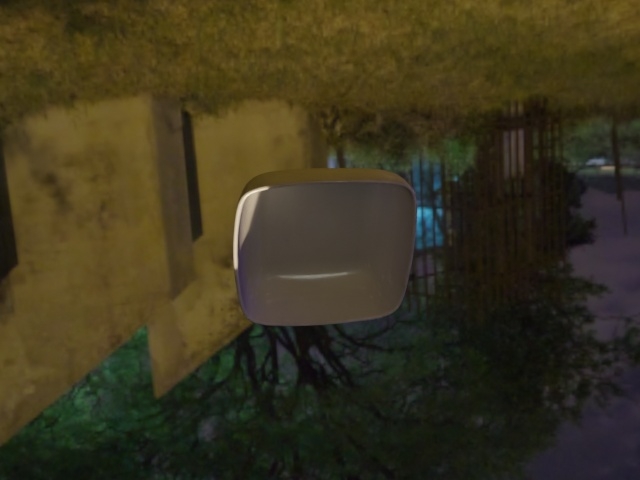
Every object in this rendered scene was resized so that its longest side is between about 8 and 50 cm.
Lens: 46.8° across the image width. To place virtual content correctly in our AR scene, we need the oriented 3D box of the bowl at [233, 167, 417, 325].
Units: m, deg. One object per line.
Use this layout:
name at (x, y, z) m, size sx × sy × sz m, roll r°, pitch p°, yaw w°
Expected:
bowl at (0.000, 0.000, 0.594) m, size 0.142 × 0.142 × 0.053 m, roll -3°, pitch -144°, yaw -9°
